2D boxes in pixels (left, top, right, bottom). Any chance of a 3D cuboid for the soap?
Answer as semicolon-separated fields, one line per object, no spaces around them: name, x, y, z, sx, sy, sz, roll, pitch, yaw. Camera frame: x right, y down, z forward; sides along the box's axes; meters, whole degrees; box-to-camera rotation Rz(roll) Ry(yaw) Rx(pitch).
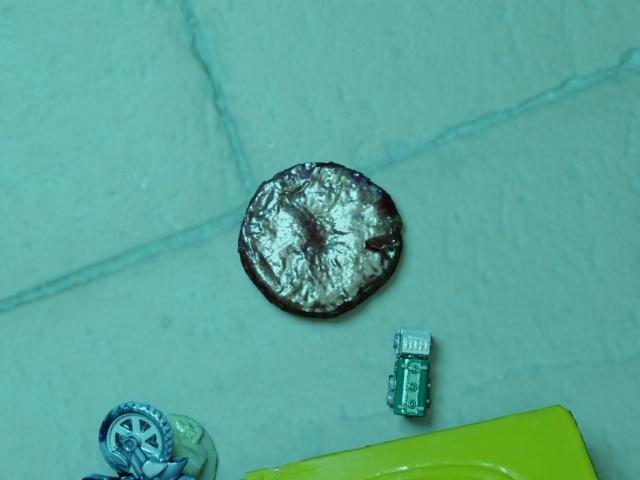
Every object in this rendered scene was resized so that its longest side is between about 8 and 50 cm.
soap;0.079;0.259;1.233;0.324;0.096;0.204;-12;40;-2

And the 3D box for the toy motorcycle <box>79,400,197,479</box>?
toy motorcycle;-0.169;0.268;1.273;0.135;0.092;0.254;28;102;8

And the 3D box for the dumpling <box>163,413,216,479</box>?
dumpling;-0.128;0.188;1.315;0.076;0.052;0.057;28;95;7

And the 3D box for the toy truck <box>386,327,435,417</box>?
toy truck;0.083;0.119;1.332;0.039;0.044;0.083;6;81;-2

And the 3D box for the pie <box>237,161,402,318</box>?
pie;0.000;0.000;1.355;0.154;0.036;0.154;0;81;0
